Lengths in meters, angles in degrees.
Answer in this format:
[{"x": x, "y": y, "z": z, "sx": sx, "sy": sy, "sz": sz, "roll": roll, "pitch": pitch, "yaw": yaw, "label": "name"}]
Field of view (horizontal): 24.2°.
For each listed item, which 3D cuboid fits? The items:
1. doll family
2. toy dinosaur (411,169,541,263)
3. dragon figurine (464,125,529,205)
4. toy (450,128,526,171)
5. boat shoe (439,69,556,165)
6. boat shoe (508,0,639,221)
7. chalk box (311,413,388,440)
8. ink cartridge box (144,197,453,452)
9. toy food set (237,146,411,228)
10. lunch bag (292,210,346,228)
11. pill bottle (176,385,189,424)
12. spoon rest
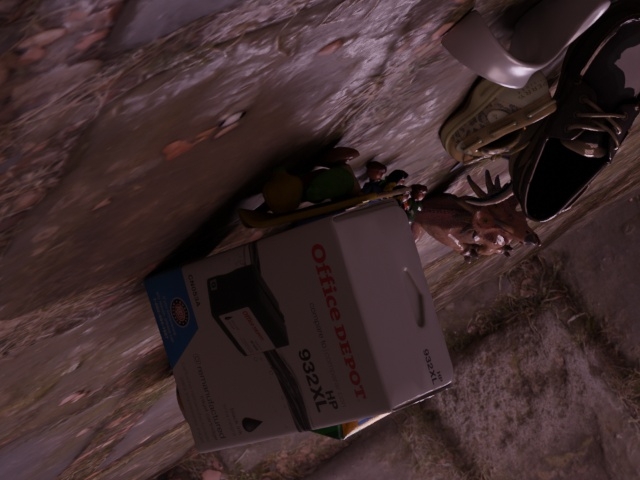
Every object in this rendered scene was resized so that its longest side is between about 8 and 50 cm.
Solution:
[{"x": 0.088, "y": -0.046, "z": 1.967, "sx": 0.193, "sy": 0.076, "sz": 0.111, "roll": -22, "pitch": 133, "yaw": -77, "label": "doll family"}, {"x": 0.229, "y": -0.036, "z": 2.383, "sx": 0.295, "sy": 0.127, "sz": 0.200, "roll": -7, "pitch": 172, "yaw": 31, "label": "toy dinosaur"}, {"x": 0.331, "y": -0.157, "z": 2.180, "sx": 0.289, "sy": 0.144, "sz": 0.085, "roll": -30, "pitch": 155, "yaw": 36, "label": "dragon figurine"}, {"x": 0.328, "y": -0.157, "z": 2.318, "sx": 0.237, "sy": 0.056, "sz": 0.137, "roll": -27, "pitch": 167, "yaw": -35, "label": "toy"}, {"x": 0.232, "y": -0.150, "z": 1.952, "sx": 0.104, "sy": 0.089, "sz": 0.285, "roll": -32, "pitch": 170, "yaw": -13, "label": "boat shoe"}, {"x": 0.364, "y": -0.158, "z": 1.973, "sx": 0.130, "sy": 0.132, "sz": 0.355, "roll": -84, "pitch": -166, "yaw": -47, "label": "boat shoe"}, {"x": -0.034, "y": 0.134, "z": 2.039, "sx": 0.289, "sy": 0.179, "sz": 0.180, "roll": 11, "pitch": -157, "yaw": 39, "label": "chalk box"}, {"x": -0.029, "y": 0.102, "z": 1.702, "sx": 0.307, "sy": 0.223, "sz": 0.129, "roll": -18, "pitch": 179, "yaw": 40, "label": "ink cartridge box"}, {"x": -0.007, "y": -0.065, "z": 1.710, "sx": 0.128, "sy": 0.071, "sz": 0.218, "roll": -11, "pitch": -177, "yaw": 37, "label": "toy food set"}, {"x": 0.000, "y": 0.000, "z": 1.998, "sx": 0.098, "sy": 0.067, "sz": 0.065, "roll": -26, "pitch": 167, "yaw": -32, "label": "lunch bag"}, {"x": -0.145, "y": 0.224, "z": 2.354, "sx": 0.152, "sy": 0.152, "sz": 0.272, "roll": -29, "pitch": 169, "yaw": -25, "label": "pill bottle"}, {"x": 0.239, "y": -0.220, "z": 1.668, "sx": 0.137, "sy": 0.084, "sz": 0.276, "roll": -41, "pitch": 167, "yaw": 35, "label": "spoon rest"}]
